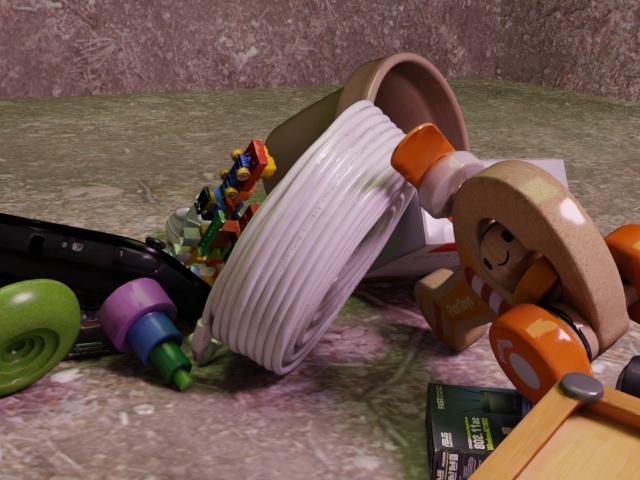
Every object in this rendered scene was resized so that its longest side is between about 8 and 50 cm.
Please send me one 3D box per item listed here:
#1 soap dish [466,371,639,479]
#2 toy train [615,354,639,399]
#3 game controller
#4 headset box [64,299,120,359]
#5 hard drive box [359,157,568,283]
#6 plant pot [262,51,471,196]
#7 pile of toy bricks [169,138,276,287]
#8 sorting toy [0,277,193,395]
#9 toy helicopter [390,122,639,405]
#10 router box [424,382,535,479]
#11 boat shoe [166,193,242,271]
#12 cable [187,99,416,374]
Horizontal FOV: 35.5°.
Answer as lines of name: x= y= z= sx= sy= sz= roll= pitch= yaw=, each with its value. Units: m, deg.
soap dish: x=0.143 y=0.184 z=0.452 sx=0.229 sy=0.118 sz=0.291 roll=20 pitch=29 yaw=30
toy train: x=0.391 y=0.139 z=0.723 sx=0.334 sy=0.142 sz=0.190 roll=11 pitch=9 yaw=28
game controller: x=-0.265 y=0.019 z=1.046 sx=0.319 sy=0.067 sz=0.166 roll=10 pitch=-10 yaw=26
headset box: x=-0.231 y=0.087 z=0.967 sx=0.062 sy=0.032 sz=0.083 roll=-5 pitch=18 yaw=-26
hard drive box: x=0.138 y=-0.017 z=1.113 sx=0.181 sy=0.089 sz=0.232 roll=-3 pitch=-12 yaw=-21
plant pot: x=0.049 y=-0.104 z=1.377 sx=0.229 sy=0.263 sz=0.263 roll=-9 pitch=6 yaw=38
pile of toy bricks: x=-0.073 y=-0.005 z=1.078 sx=0.105 sy=0.212 sz=0.118 roll=3 pitch=54 yaw=-31
sorting toy: x=-0.244 y=0.119 z=0.790 sx=0.365 sy=0.127 sz=0.126 roll=-10 pitch=50 yaw=-46
toy helicopter: x=0.138 y=0.024 z=0.865 sx=0.140 sy=0.235 sz=0.355 roll=-35 pitch=-6 yaw=-16
router box: x=0.130 y=0.154 z=0.780 sx=0.092 sy=0.038 sz=0.122 roll=3 pitch=16 yaw=2
boat shoe: x=-0.127 y=-0.019 z=1.265 sx=0.079 sy=0.081 sz=0.227 roll=-8 pitch=19 yaw=-32
cable: x=0.000 y=0.000 z=0.909 sx=0.089 sy=0.257 sz=0.257 roll=35 pitch=50 yaw=9
